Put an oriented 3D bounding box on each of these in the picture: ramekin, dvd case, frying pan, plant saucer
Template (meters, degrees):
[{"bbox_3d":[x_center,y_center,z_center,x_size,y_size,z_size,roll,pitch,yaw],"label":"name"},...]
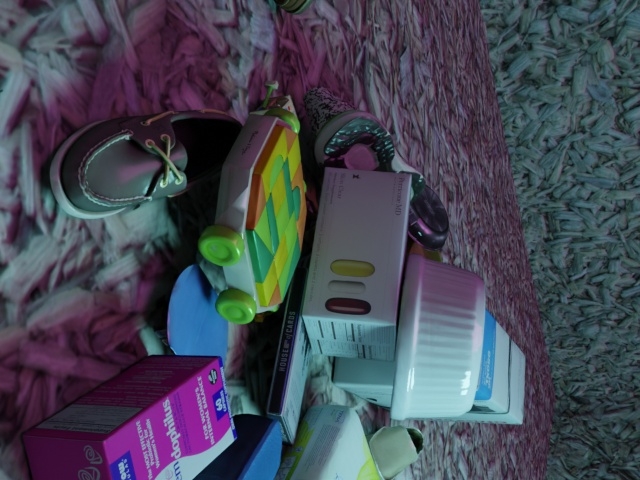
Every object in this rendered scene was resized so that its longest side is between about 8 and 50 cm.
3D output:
[{"bbox_3d":[0.189,0.160,1.240,0.273,0.127,0.272,6,90,-83],"label":"ramekin"},{"bbox_3d":[-0.042,0.187,1.219,0.179,0.030,0.238,82,16,-60],"label":"dvd case"},{"bbox_3d":[0.202,-0.072,1.785,0.326,0.053,0.197,6,59,-49],"label":"frying pan"},{"bbox_3d":[0.241,0.048,1.883,0.188,0.045,0.188,-66,142,-46],"label":"plant saucer"}]

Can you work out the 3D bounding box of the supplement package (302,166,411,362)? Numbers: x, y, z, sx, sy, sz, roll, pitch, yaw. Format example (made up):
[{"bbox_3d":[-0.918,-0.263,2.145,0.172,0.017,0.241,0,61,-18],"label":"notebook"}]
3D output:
[{"bbox_3d":[0.067,0.043,1.270,0.204,0.145,0.261,80,17,-65],"label":"supplement package"}]

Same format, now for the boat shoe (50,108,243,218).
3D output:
[{"bbox_3d":[-0.198,-0.104,0.928,0.305,0.091,0.109,-38,120,-61],"label":"boat shoe"}]

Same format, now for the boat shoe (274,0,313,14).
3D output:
[{"bbox_3d":[-0.030,-0.521,1.242,0.104,0.111,0.307,-7,130,-42],"label":"boat shoe"}]

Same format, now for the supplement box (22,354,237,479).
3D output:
[{"bbox_3d":[-0.201,0.218,0.849,0.220,0.114,0.111,-31,115,-60],"label":"supplement box"}]

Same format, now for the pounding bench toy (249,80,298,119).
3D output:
[{"bbox_3d":[-0.081,-0.210,1.238,0.065,0.052,0.083,-57,136,-51],"label":"pounding bench toy"}]

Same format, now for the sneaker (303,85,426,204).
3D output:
[{"bbox_3d":[0.077,-0.163,1.452,0.182,0.158,0.410,60,4,29],"label":"sneaker"}]

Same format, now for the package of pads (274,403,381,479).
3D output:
[{"bbox_3d":[0.024,0.453,1.294,0.229,0.101,0.296,-58,137,-51],"label":"package of pads"}]

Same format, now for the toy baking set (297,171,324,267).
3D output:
[{"bbox_3d":[0.003,-0.002,1.415,0.197,0.030,0.256,-9,92,-61],"label":"toy baking set"}]

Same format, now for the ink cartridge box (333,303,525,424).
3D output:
[{"bbox_3d":[0.237,0.260,1.559,0.395,0.285,0.166,40,52,-57],"label":"ink cartridge box"}]

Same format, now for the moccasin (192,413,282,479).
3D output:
[{"bbox_3d":[-0.154,0.333,0.934,0.342,0.117,0.137,-40,134,-65],"label":"moccasin"}]

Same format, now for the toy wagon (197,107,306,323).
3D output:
[{"bbox_3d":[-0.077,-0.009,1.089,0.344,0.068,0.267,84,20,-45],"label":"toy wagon"}]

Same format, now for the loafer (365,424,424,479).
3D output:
[{"bbox_3d":[0.138,0.415,1.526,0.102,0.092,0.268,64,18,9],"label":"loafer"}]

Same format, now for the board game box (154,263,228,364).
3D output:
[{"bbox_3d":[-0.173,0.115,1.019,0.168,0.033,0.133,67,26,-44],"label":"board game box"}]
